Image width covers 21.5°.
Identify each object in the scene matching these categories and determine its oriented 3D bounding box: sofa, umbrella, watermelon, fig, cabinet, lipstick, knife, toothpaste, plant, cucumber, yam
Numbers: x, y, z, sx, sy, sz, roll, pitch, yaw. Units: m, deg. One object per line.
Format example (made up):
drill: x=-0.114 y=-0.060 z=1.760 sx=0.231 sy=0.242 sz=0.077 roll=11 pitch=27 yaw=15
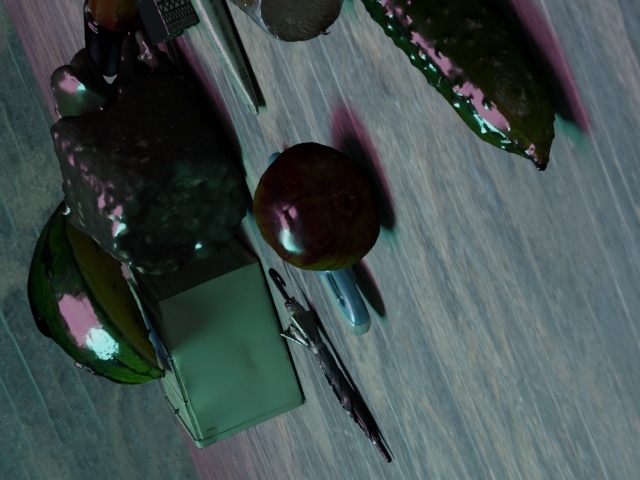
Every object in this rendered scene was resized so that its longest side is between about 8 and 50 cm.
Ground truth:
sofa: x=-0.167 y=-0.249 z=1.833 sx=0.118 sy=0.039 sz=0.060 roll=-178 pitch=67 yaw=-77
umbrella: x=0.001 y=0.129 z=1.795 sx=0.269 sy=0.044 sz=0.044 roll=58 pitch=-168 yaw=32
watermelon: x=-0.274 y=0.051 z=2.013 sx=0.123 sy=0.129 sz=0.301 roll=-58 pitch=44 yaw=34
fig: x=-0.011 y=-0.026 z=1.436 sx=0.155 sy=0.103 sz=0.109 roll=164 pitch=106 yaw=-69
cabinet: x=-0.135 y=0.116 z=2.074 sx=0.145 sy=0.150 sz=0.206 roll=-138 pitch=28 yaw=-63
lipstick: x=-0.235 y=-0.289 z=1.959 sx=0.077 sy=0.077 sz=0.418 roll=65 pitch=166 yaw=10
knife: x=0.000 y=0.000 z=1.597 sx=0.064 sy=0.031 sz=0.222 roll=79 pitch=167 yaw=-55
toothpaste: x=-0.103 y=-0.213 z=1.654 sx=0.197 sy=0.029 sz=0.048 roll=67 pitch=170 yaw=-11
plant: x=-0.214 y=-0.098 z=1.938 sx=0.276 sy=0.188 sz=0.199 roll=54 pitch=160 yaw=42
cucumber: x=0.075 y=-0.128 z=1.005 sx=0.227 sy=0.069 sz=0.069 roll=56 pitch=164 yaw=26
yam: x=-0.038 y=-0.204 z=1.297 sx=0.141 sy=0.079 sz=0.079 roll=46 pitch=156 yaw=56
